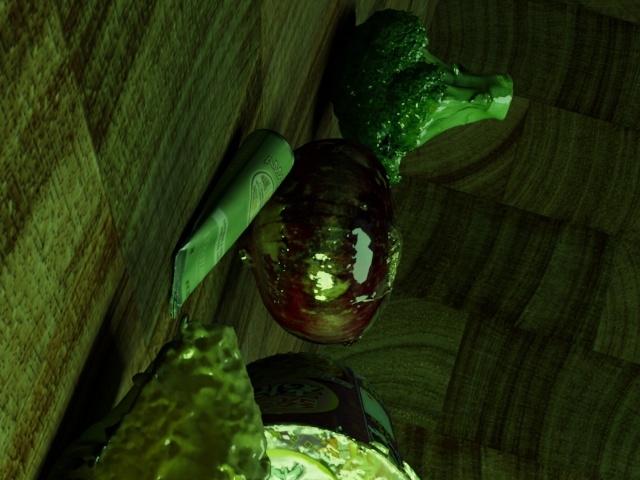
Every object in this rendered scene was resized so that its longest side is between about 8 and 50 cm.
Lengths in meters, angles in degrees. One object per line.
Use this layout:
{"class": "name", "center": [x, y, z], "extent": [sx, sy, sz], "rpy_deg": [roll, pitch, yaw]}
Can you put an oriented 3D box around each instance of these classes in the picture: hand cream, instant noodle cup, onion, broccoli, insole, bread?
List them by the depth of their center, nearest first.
{"class": "bread", "center": [-0.127, 0.204, 1.139], "extent": [0.262, 0.163, 0.204], "rpy_deg": [-56, 180, -23]}
{"class": "hand cream", "center": [-0.088, -0.028, 1.411], "extent": [0.086, 0.055, 0.235], "rpy_deg": [98, 17, -45]}
{"class": "onion", "center": [0.000, 0.000, 1.681], "extent": [0.246, 0.190, 0.246], "rpy_deg": [-3, 90, -86]}
{"class": "instant noodle cup", "center": [-0.027, 0.301, 1.719], "extent": [0.266, 0.340, 0.339], "rpy_deg": [-83, -173, -68]}
{"class": "broccoli", "center": [0.142, -0.222, 2.105], "extent": [0.254, 0.269, 0.269], "rpy_deg": [120, -9, -62]}
{"class": "insole", "center": [0.045, -0.290, 2.239], "extent": [0.253, 0.005, 0.086], "rpy_deg": [86, 20, -77]}
